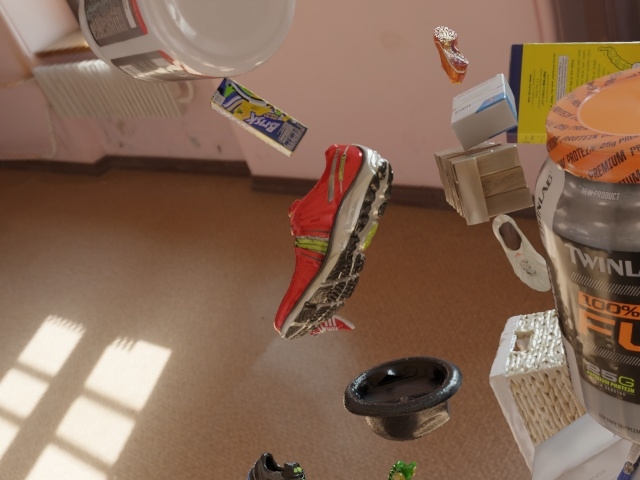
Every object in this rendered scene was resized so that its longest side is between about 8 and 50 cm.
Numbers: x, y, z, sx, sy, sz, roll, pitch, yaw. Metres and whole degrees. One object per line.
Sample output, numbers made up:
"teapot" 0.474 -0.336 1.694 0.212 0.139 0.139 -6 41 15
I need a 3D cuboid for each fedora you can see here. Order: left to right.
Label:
"fedora" 0.236 0.449 1.924 0.334 0.152 0.334 -14 17 4

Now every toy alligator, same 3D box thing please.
"toy alligator" 0.187 0.606 1.740 0.056 0.189 0.051 -16 45 -44

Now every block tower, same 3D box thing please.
"block tower" 0.244 -0.099 1.083 0.097 0.091 0.335 -15 8 8

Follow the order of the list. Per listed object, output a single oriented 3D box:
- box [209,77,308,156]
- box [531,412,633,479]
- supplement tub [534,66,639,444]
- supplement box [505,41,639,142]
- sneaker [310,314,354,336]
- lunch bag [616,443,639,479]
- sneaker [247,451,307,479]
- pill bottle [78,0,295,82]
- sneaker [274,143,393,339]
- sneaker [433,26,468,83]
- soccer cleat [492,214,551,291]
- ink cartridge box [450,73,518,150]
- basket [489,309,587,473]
"box" -0.108 -0.214 1.217 0.054 0.169 0.059 -58 4 -5
"box" 0.584 0.489 1.266 0.215 0.345 0.168 -44 -2 25
"supplement tub" 0.304 0.018 0.628 0.194 0.316 0.193 -17 30 10
"supplement box" 0.587 -0.311 1.505 0.357 0.195 0.194 4 3 15
"sneaker" 0.017 0.206 1.651 0.118 0.042 0.067 20 70 18
"lunch bag" 0.494 0.301 0.844 0.243 0.303 0.115 -58 25 -3
"sneaker" -0.047 0.426 1.198 0.188 0.067 0.078 22 89 35
"pill bottle" -0.208 -0.328 0.974 0.210 0.210 0.363 -37 27 -22
"sneaker" 0.000 0.000 0.949 0.118 0.107 0.279 28 96 27
"sneaker" 0.307 -0.451 1.692 0.064 0.067 0.175 -2 57 -10
"soccer cleat" 0.433 0.032 1.499 0.068 0.196 0.076 -35 1 14
"ink cartridge box" 0.251 -0.199 1.071 0.088 0.052 0.122 -25 23 24
"basket" 0.591 0.349 1.623 0.266 0.331 0.328 -22 10 29
